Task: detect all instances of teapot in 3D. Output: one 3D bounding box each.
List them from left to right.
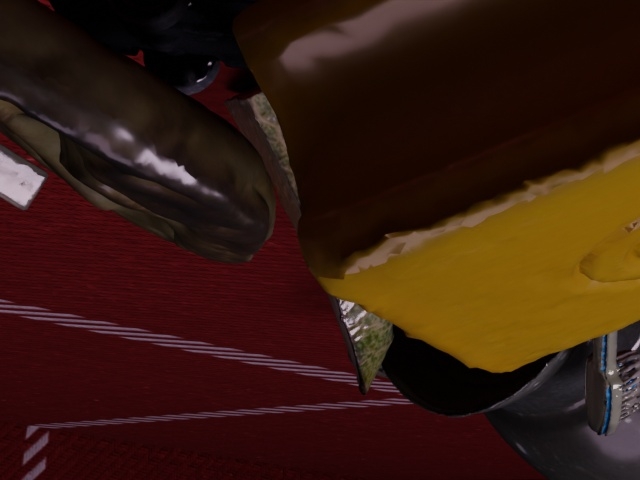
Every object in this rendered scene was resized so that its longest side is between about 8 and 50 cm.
[{"bbox_3d":[0.142,0.014,1.007,0.285,0.305,0.223,24,117,-38],"label":"teapot"}]

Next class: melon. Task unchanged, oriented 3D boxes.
[{"bbox_3d":[0.002,-0.003,0.917,0.054,0.182,0.098,-25,-179,-22],"label":"melon"}]

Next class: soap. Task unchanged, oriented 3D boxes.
[{"bbox_3d":[0.159,-0.066,0.531,0.324,0.096,0.204,-23,161,17],"label":"soap"}]

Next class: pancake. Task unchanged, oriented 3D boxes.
[{"bbox_3d":[-0.129,-0.075,0.643,0.294,0.049,0.294,35,176,3],"label":"pancake"}]

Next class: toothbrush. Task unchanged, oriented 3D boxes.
[{"bbox_3d":[0.140,-0.015,0.785,0.028,0.026,0.294,-22,134,-17],"label":"toothbrush"}]

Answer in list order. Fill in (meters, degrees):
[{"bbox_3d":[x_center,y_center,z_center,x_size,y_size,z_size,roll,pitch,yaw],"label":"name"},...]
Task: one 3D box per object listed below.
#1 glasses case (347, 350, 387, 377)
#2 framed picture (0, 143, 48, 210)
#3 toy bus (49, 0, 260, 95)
[{"bbox_3d":[0.109,0.063,1.349,0.137,0.085,0.354,7,167,-7],"label":"glasses case"},{"bbox_3d":[-0.243,-0.101,0.626,0.265,0.018,0.192,34,175,-39],"label":"framed picture"},{"bbox_3d":[-0.006,-0.109,0.634,0.178,0.098,0.087,6,166,6],"label":"toy bus"}]
